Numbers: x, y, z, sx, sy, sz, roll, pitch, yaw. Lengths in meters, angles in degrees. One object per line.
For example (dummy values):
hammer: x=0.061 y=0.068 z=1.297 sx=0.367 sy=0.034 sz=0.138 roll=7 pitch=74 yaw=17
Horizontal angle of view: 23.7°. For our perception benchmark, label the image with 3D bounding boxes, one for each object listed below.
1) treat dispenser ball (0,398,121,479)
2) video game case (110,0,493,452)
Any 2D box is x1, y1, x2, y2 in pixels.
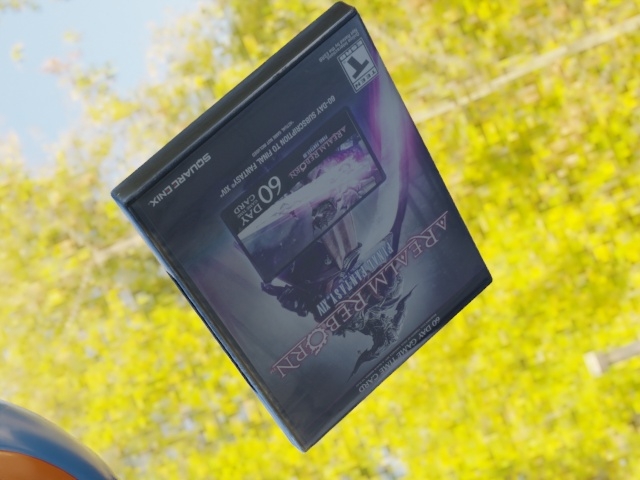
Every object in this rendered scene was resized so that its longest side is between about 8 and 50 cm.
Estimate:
treat dispenser ball: x=-0.223 y=0.225 z=0.834 sx=0.288 sy=0.288 sz=0.288 roll=-22 pitch=-90 yaw=-79
video game case: x=0.000 y=0.000 z=1.040 sx=0.026 sy=0.196 sz=0.274 roll=36 pitch=163 yaw=48
